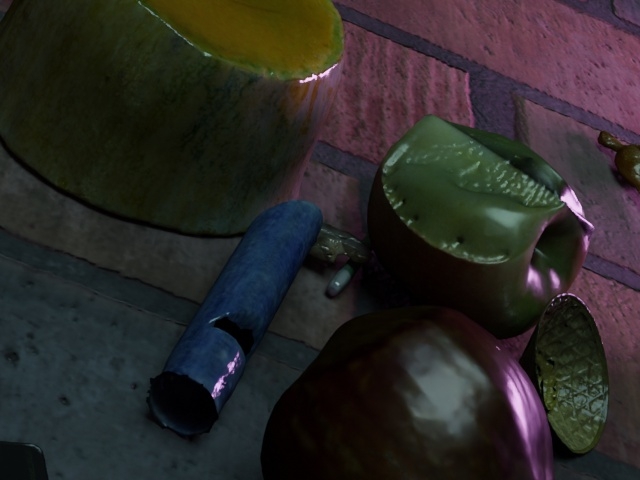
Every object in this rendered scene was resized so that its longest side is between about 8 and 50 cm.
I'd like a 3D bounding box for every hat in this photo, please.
[{"bbox_3d":[0.202,0.123,1.450,0.146,0.067,0.146,19,66,-52],"label":"hat"}]

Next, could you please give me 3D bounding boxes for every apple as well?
[{"bbox_3d":[0.142,-0.009,1.481,0.188,0.173,0.207,25,29,32],"label":"apple"}]

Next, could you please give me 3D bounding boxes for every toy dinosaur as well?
[{"bbox_3d":[0.368,-0.074,1.877,0.126,0.039,0.162,25,36,12],"label":"toy dinosaur"}]

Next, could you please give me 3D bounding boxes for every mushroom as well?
[{"bbox_3d":[0.000,0.000,1.474,0.101,0.019,0.049,16,32,5],"label":"mushroom"}]

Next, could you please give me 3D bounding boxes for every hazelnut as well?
[{"bbox_3d":[0.077,0.152,1.159,0.218,0.218,0.234,41,36,17],"label":"hazelnut"}]

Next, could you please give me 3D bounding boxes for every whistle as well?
[{"bbox_3d":[-0.065,0.050,1.328,0.062,0.062,0.304,29,34,0],"label":"whistle"}]

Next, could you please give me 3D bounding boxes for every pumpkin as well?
[{"bbox_3d":[-0.135,-0.179,1.480,0.332,0.199,0.332,19,36,-14],"label":"pumpkin"}]

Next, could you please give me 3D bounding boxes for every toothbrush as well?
[{"bbox_3d":[0.053,-0.008,1.549,0.024,0.018,0.257,38,32,1],"label":"toothbrush"}]

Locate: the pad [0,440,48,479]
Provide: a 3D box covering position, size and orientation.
[{"bbox_3d":[-0.228,0.190,1.069,0.112,0.003,0.157,10,37,-28],"label":"pad"}]
